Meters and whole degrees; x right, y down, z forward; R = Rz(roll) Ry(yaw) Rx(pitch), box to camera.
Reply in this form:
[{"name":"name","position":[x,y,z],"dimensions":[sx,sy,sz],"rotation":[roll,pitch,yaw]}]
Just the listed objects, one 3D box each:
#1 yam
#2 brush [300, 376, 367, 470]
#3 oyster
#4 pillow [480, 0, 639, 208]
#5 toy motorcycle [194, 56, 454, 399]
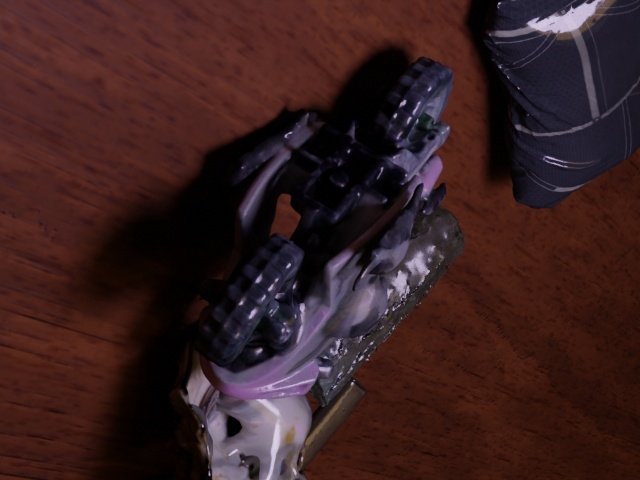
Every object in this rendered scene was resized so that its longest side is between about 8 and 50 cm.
[{"name":"yam","position":[0.030,0.040,1.369],"dimensions":[0.183,0.107,0.107],"rotation":[-44,152,-18]},{"name":"brush","position":[-0.035,0.236,1.585],"dimensions":[0.248,0.036,0.043],"rotation":[-50,157,-3]},{"name":"oyster","position":[-0.072,0.157,1.357],"dimensions":[0.214,0.083,0.223],"rotation":[-64,143,-62]},{"name":"pillow","position":[0.217,-0.149,1.444],"dimensions":[0.161,0.092,0.335],"rotation":[-40,150,-14]},{"name":"toy motorcycle","position":[0.000,0.000,1.255],"dimensions":[0.327,0.143,0.188],"rotation":[-50,165,-39]}]
